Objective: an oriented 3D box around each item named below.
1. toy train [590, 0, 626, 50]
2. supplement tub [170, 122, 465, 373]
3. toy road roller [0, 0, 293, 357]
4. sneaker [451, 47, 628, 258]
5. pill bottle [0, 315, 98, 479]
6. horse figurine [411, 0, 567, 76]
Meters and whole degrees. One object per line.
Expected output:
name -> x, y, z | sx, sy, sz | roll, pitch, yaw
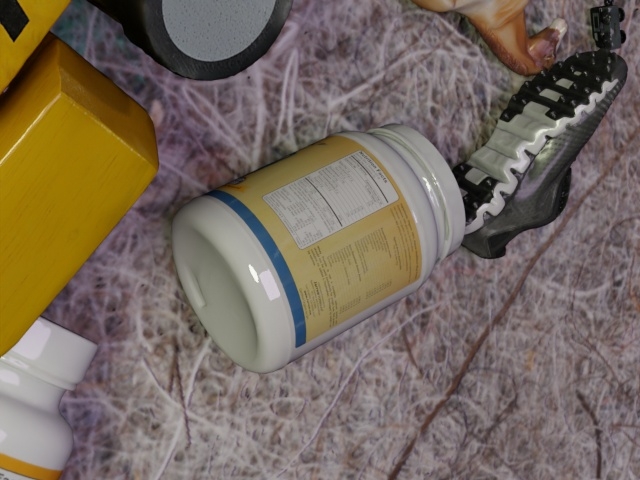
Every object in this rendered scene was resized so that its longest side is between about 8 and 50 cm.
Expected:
toy train -> 0.278, -0.267, 1.021 | 0.027, 0.036, 0.158 | -13, 104, -22
supplement tub -> 0.000, 0.000, 0.814 | 0.199, 0.144, 0.144 | -27, 109, -27
toy road roller -> -0.201, -0.123, 0.521 | 0.329, 0.202, 0.240 | -53, 140, 0
sneaker -> 0.203, -0.074, 0.966 | 0.234, 0.078, 0.106 | -46, 131, -4
pill bottle -> -0.249, 0.157, 0.681 | 0.136, 0.136, 0.246 | 33, 78, -31
horse figurine -> 0.135, -0.252, 0.907 | 0.263, 0.066, 0.174 | 7, 109, -40
